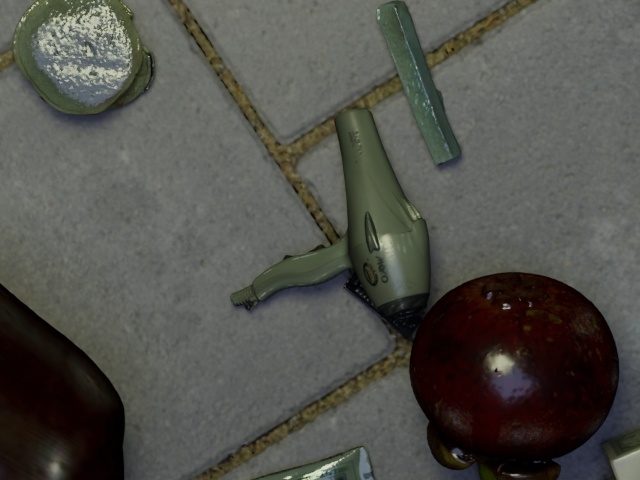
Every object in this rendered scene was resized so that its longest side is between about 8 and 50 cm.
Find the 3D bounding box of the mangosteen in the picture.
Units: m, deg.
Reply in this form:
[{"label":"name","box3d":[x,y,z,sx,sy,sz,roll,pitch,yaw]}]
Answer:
[{"label":"mangosteen","box3d":[0.197,0.159,1.692,0.215,0.215,0.257,1,119,1]}]

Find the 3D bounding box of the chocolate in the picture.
[{"label":"chocolate","box3d":[-0.375,0.224,1.655,0.331,0.383,0.383,40,97,-18]}]

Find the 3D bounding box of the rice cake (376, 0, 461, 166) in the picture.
[{"label":"rice cake","box3d":[0.104,-0.166,1.728,0.030,0.042,0.180,-17,98,30]}]

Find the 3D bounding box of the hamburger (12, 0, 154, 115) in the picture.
[{"label":"hamburger","box3d":[-0.248,-0.197,1.716,0.133,0.062,0.140,-36,94,1]}]

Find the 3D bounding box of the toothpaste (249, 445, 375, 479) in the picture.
[{"label":"toothpaste","box3d":[-0.048,0.279,1.790,0.218,0.041,0.064,-13,92,-1]}]

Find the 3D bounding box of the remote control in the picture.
[{"label":"remote control","box3d":[0.067,0.066,1.768,0.091,0.016,0.034,40,81,-5]}]

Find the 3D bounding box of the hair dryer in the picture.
[{"label":"hair dryer","box3d":[0.014,-0.030,1.732,0.225,0.088,0.219,2,85,26]}]

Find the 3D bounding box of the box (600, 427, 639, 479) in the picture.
[{"label":"box","box3d":[0.428,0.309,1.769,0.164,0.069,0.256,-24,97,4]}]
